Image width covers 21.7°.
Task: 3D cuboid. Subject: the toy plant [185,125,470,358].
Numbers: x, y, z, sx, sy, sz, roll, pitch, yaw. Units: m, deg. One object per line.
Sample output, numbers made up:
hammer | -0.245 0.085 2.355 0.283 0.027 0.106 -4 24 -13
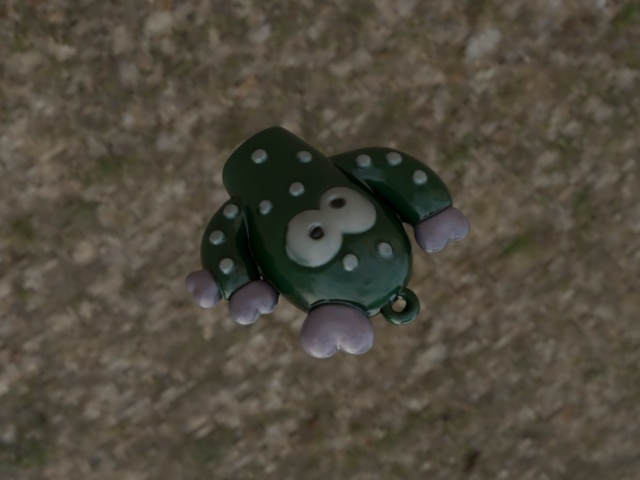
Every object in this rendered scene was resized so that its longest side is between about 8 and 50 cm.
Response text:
toy plant | 0.005 -0.002 1.597 0.112 0.243 0.232 85 30 -62
